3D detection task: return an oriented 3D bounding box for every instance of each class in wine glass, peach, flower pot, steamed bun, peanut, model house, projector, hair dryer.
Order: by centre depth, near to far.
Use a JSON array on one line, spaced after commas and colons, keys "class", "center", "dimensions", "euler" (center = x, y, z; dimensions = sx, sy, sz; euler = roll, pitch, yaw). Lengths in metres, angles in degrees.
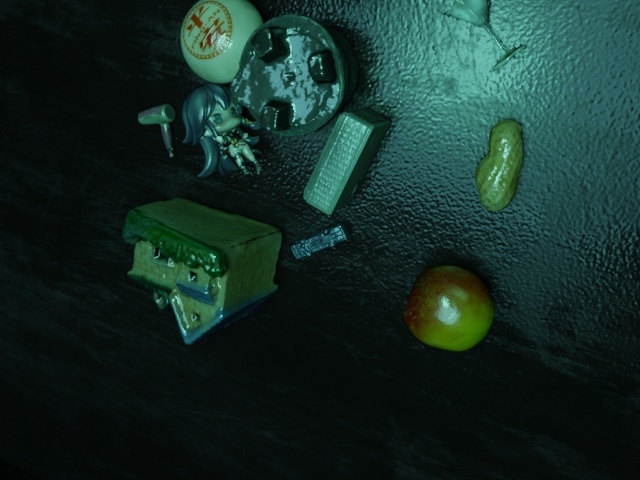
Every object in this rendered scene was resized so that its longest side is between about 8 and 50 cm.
[{"class": "wine glass", "center": [0.385, -0.490, 1.345], "dimensions": [0.122, 0.122, 0.183], "euler": [-38, 96, 25]}, {"class": "flower pot", "center": [-0.069, -0.394, 1.436], "dimensions": [0.299, 0.283, 0.299], "euler": [6, 110, 16]}, {"class": "peanut", "center": [0.439, -0.182, 1.436], "dimensions": [0.108, 0.095, 0.225], "euler": [15, 111, 17]}, {"class": "steamed bun", "center": [-0.260, -0.526, 1.501], "dimensions": [0.232, 0.145, 0.231], "euler": [-2, 85, 19]}, {"class": "projector", "center": [0.066, -0.209, 1.504], "dimensions": [0.099, 0.192, 0.256], "euler": [31, 114, 12]}, {"class": "peach", "center": [0.333, 0.177, 1.533], "dimensions": [0.231, 0.231, 0.231], "euler": [6, 109, 17]}, {"class": "model house", "center": [-0.360, 0.096, 1.682], "dimensions": [0.382, 0.335, 0.342], "euler": [21, 112, 23]}, {"class": "hair dryer", "center": [-0.466, -0.318, 1.730], "dimensions": [0.106, 0.054, 0.154], "euler": [-9, 109, 26]}]

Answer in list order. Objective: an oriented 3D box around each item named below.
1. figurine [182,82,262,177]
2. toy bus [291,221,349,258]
[{"class": "figurine", "center": [-0.273, -0.294, 1.605], "dimensions": [0.197, 0.175, 0.265], "euler": [-7, 97, 26]}, {"class": "toy bus", "center": [0.000, 0.000, 1.663], "dimensions": [0.166, 0.065, 0.047], "euler": [-22, 100, 22]}]
